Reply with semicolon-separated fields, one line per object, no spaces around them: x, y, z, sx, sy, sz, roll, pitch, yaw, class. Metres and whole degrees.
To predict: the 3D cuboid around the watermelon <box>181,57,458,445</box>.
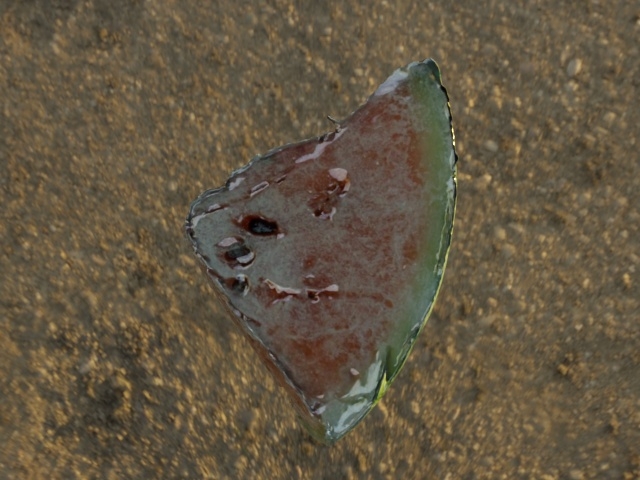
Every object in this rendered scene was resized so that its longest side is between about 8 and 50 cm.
0.000;0.000;0.450;0.139;0.071;0.187;15;86;18;watermelon
